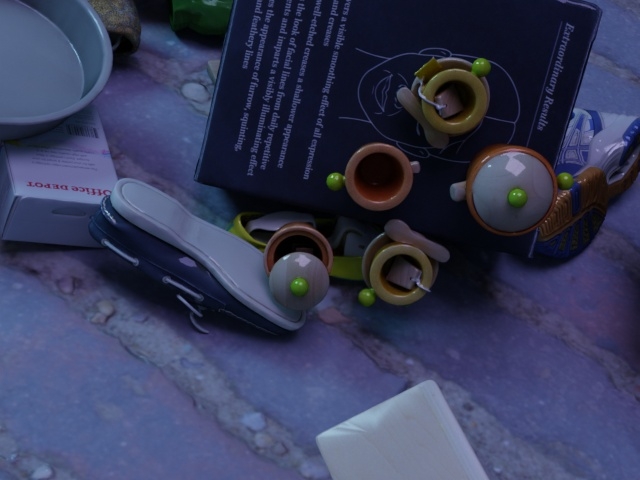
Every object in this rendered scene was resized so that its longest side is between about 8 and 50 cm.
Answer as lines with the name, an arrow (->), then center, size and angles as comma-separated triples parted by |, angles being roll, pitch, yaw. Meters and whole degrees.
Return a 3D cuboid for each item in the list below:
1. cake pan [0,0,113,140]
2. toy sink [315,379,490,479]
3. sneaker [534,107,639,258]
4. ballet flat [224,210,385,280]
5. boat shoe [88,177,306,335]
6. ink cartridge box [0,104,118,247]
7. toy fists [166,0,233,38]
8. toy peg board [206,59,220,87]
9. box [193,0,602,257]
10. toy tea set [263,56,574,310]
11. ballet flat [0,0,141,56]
cake pan -> -0.382, -0.221, 1.432 | 0.293, 0.054, 0.293 | 16, 45, -16
toy sink -> 0.099, 0.264, 1.171 | 0.131, 0.234, 0.152 | -27, 54, -1
sneaker -> 0.312, -0.078, 1.648 | 0.131, 0.111, 0.296 | 19, 38, 28
ballet flat -> 0.000, 0.000, 1.469 | 0.231, 0.077, 0.077 | 3, 46, -15
boat shoe -> -0.134, 0.033, 1.384 | 0.255, 0.079, 0.095 | 32, 29, -15
ink cartridge box -> -0.306, -0.079, 1.442 | 0.128, 0.072, 0.175 | 6, 43, -30
toy fists -> -0.155, -0.388, 1.810 | 0.142, 0.096, 0.279 | -5, 49, -11
toy peg board -> -0.045, -0.211, 1.670 | 0.161, 0.079, 0.160 | -7, 48, -24
box -> 0.079, -0.180, 1.478 | 0.396, 0.293, 0.212 | 13, 13, -5
toy tea set -> 0.095, -0.028, 1.344 | 0.200, 0.336, 0.124 | 45, 9, -12
ballet flat -> -0.380, -0.242, 1.586 | 0.349, 0.123, 0.123 | -18, 53, -30
